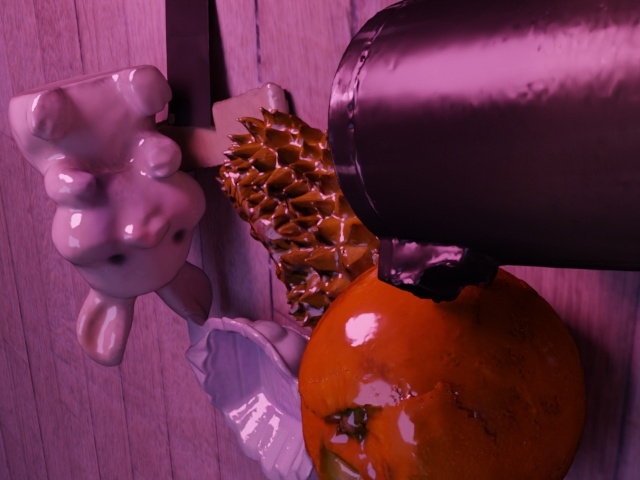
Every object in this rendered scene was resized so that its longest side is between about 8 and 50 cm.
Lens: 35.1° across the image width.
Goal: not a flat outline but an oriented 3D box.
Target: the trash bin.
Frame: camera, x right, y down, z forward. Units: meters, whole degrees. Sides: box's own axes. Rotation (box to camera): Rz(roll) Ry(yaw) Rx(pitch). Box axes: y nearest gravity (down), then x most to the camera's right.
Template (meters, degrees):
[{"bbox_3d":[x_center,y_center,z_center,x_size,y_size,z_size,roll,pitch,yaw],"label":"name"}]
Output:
[{"bbox_3d":[0.171,-0.077,0.648,0.301,0.203,0.252,2,71,55],"label":"trash bin"}]

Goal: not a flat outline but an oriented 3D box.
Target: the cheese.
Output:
[{"bbox_3d":[-0.146,-0.126,1.264,0.400,0.034,0.085,-6,97,57],"label":"cheese"}]

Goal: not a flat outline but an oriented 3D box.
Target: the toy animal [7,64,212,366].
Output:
[{"bbox_3d":[-0.259,-0.036,1.281,0.241,0.196,0.368,-9,102,67],"label":"toy animal"}]

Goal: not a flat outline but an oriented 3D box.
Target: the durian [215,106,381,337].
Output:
[{"bbox_3d":[0.000,-0.001,1.012,0.341,0.112,0.191,57,148,15],"label":"durian"}]

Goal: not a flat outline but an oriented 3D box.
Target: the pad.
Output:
[{"bbox_3d":[-0.163,-0.234,1.230,0.116,0.004,0.193,13,105,54],"label":"pad"}]

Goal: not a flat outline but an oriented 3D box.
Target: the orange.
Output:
[{"bbox_3d":[0.098,0.128,0.837,0.240,0.240,0.240,31,130,46],"label":"orange"}]

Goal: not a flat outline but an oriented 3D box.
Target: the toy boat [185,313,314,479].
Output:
[{"bbox_3d":[-0.063,0.172,1.219,0.290,0.100,0.199,26,126,48],"label":"toy boat"}]
